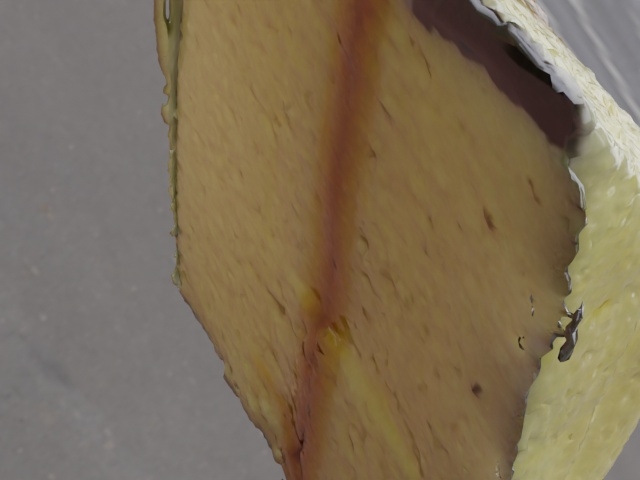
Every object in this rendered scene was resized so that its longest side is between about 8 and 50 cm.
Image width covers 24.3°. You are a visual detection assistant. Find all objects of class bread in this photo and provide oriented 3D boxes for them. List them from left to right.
[{"bbox_3d":[0.000,0.000,0.738,0.346,0.405,0.242,44,21,30],"label":"bread"}]
